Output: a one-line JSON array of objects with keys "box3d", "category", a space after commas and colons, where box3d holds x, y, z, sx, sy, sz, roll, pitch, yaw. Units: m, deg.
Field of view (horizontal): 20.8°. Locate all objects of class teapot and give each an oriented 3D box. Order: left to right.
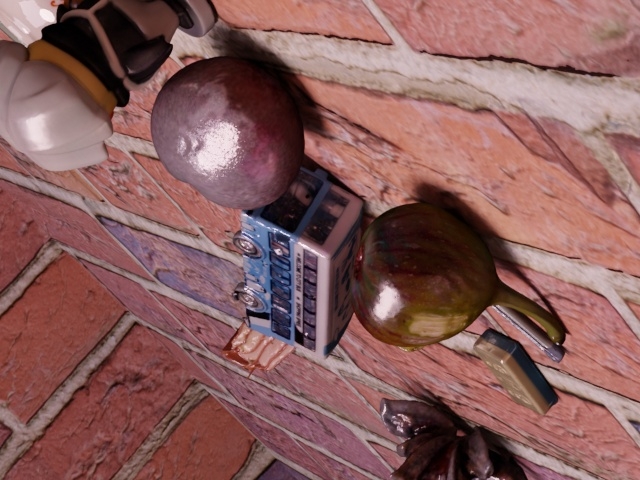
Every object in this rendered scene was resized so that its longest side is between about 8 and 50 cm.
[{"box3d": [-0.317, -0.277, 2.031, 0.159, 0.116, 0.245, 28, 171, 6], "category": "teapot"}]

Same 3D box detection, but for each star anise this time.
[{"box3d": [0.182, 0.309, 2.491, 0.283, 0.129, 0.212, 38, -176, 29], "category": "star anise"}]

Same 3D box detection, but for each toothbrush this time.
[{"box3d": [0.177, 0.057, 1.877, 0.219, 0.016, 0.019, 40, 168, 3], "category": "toothbrush"}]

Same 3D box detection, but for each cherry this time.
[{"box3d": [-0.095, -0.120, 1.816, 0.176, 0.140, 0.176, 23, 140, 22], "category": "cherry"}]

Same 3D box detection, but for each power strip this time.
[{"box3d": [0.227, 0.155, 2.022, 0.056, 0.032, 0.123, 28, 162, 49], "category": "power strip"}]

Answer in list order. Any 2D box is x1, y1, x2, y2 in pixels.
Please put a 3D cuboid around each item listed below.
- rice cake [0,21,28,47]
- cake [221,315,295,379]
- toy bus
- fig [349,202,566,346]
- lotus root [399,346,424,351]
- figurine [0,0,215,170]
[{"box3d": [-0.418, -0.302, 2.337, 0.222, 0.042, 0.080, 42, 163, -2], "category": "rice cake"}, {"box3d": [-0.048, 0.106, 2.556, 0.098, 0.135, 0.287, 46, 147, -2], "category": "cake"}, {"box3d": [-0.026, 0.026, 2.058, 0.131, 0.106, 0.297, 26, 155, 11], "category": "toy bus"}, {"box3d": [0.151, 0.054, 1.767, 0.245, 0.149, 0.149, 18, 171, -13], "category": "fig"}, {"box3d": [0.094, 0.101, 2.184, 0.099, 0.049, 0.054, 36, 175, 16], "category": "lotus root"}, {"box3d": [-0.238, -0.186, 1.767, 0.176, 0.236, 0.133, 30, 161, 40], "category": "figurine"}]
